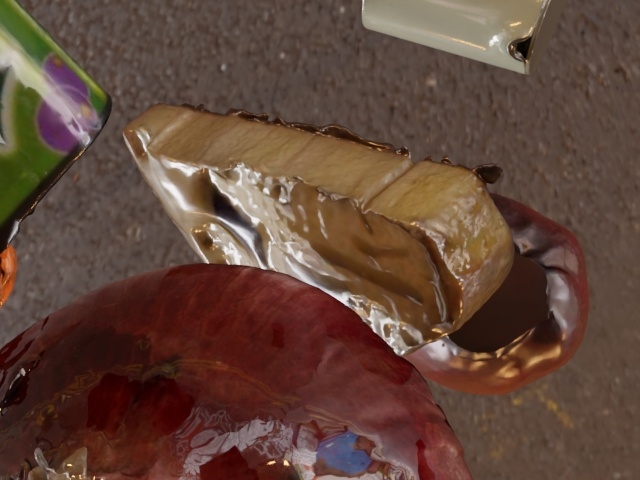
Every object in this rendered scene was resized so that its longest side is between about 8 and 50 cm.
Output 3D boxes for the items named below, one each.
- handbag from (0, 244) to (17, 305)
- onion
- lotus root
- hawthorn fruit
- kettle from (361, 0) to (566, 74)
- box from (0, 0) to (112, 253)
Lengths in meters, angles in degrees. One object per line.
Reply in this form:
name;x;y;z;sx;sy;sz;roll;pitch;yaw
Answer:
handbag;-0.581;0.015;1.514;0.410;0.116;0.303;41;105;-17
onion;-0.085;0.174;0.735;0.347;0.348;0.285;-15;160;13
lotus root;0.000;0.000;0.871;0.260;0.074;0.170;10;132;33
hawthorn fruit;0.160;0.065;1.359;0.215;0.215;0.250;19;153;-8
kettle;0.122;-0.200;1.088;0.148;0.127;0.098;20;99;13
box;-0.249;-0.133;0.559;0.134;0.097;0.345;-50;119;-11
